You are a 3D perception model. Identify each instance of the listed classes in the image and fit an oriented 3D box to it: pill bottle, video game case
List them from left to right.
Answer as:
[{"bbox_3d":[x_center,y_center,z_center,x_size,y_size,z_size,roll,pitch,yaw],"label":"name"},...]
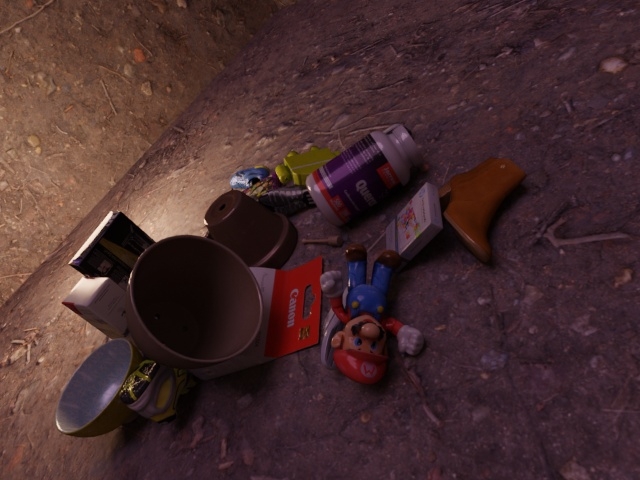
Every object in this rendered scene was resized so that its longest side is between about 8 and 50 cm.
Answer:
[{"bbox_3d":[-0.241,-0.136,1.764,0.210,0.042,0.232,-26,38,18],"label":"video game case"},{"bbox_3d":[0.130,-0.192,1.366,0.323,0.181,0.181,-33,36,11],"label":"pill bottle"}]

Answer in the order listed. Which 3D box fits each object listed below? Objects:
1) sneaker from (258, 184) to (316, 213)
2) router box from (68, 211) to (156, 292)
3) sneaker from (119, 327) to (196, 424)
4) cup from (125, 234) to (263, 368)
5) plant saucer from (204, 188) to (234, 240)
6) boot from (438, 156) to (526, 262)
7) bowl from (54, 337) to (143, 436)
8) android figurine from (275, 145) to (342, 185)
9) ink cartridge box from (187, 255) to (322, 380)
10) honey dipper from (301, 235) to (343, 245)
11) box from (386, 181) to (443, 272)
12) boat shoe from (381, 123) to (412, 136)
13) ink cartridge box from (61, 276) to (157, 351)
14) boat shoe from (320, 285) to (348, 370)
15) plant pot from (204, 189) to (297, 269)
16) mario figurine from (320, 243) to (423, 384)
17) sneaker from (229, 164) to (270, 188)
[{"bbox_3d":[-0.093,-0.164,1.617,0.228,0.086,0.132,-3,37,12],"label":"sneaker"},{"bbox_3d":[-0.713,0.082,1.732,0.081,0.309,0.243,2,52,39],"label":"router box"},{"bbox_3d":[-0.421,0.355,1.336,0.145,0.147,0.385,-27,19,22],"label":"sneaker"},{"bbox_3d":[-0.346,0.186,1.181,0.237,0.331,0.331,-41,29,39],"label":"cup"},{"bbox_3d":[-0.373,-0.043,1.687,0.310,0.050,0.310,-57,14,22],"label":"plant saucer"},{"bbox_3d":[0.388,-0.092,1.091,0.211,0.104,0.295,-34,32,10],"label":"boot"},{"bbox_3d":[-0.602,0.448,1.371,0.289,0.156,0.289,-24,39,21],"label":"bowl"},{"bbox_3d":[-0.026,-0.251,1.603,0.248,0.056,0.273,-15,33,-11],"label":"android figurine"},{"bbox_3d":[-0.180,0.195,1.316,0.385,0.091,0.308,-24,39,24],"label":"ink cartridge box"},{"bbox_3d":[0.000,0.000,1.411,0.160,0.030,0.030,1,52,45],"label":"honey dipper"},{"bbox_3d":[0.225,-0.030,1.154,0.186,0.038,0.145,-52,22,43],"label":"box"},{"bbox_3d":[0.193,-0.297,1.510,0.219,0.078,0.070,-38,34,1],"label":"boat shoe"},{"bbox_3d":[-0.677,0.247,1.557,0.197,0.273,0.114,-3,46,41],"label":"ink cartridge box"},{"bbox_3d":[0.049,0.209,1.118,0.076,0.083,0.226,-33,23,51],"label":"boat shoe"},{"bbox_3d":[-0.242,-0.031,1.494,0.263,0.229,0.263,-24,40,22],"label":"plant pot"},{"bbox_3d":[0.110,0.148,1.017,0.198,0.170,0.320,-12,51,27],"label":"mario figurine"},{"bbox_3d":[-0.299,-0.241,1.906,0.209,0.069,0.082,-13,48,33],"label":"sneaker"}]
